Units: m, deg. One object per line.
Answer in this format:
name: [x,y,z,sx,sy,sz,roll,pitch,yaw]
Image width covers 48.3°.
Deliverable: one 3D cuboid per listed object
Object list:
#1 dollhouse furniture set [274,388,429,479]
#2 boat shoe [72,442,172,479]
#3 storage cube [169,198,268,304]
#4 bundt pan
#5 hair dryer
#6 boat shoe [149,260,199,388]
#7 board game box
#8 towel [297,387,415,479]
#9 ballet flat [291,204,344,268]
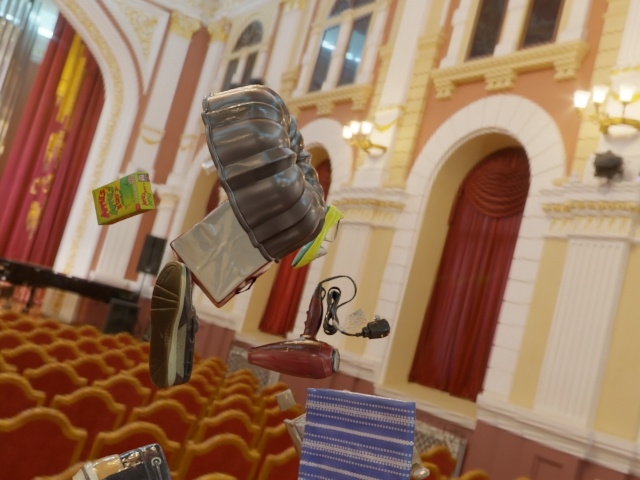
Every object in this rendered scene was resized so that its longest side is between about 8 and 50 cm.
dollhouse furniture set: [0.095,0.516,1.905,0.303,0.355,0.174,-24,4,-19]
boat shoe: [-0.206,0.544,1.101,0.156,0.500,0.187,-26,-6,-26]
storage cube: [-0.243,0.036,1.764,0.215,0.184,0.193,51,-12,1]
bundt pan: [-0.085,-0.133,1.283,0.124,0.331,0.331,-22,-14,8]
hair dryer: [-0.016,0.202,1.512,0.293,0.080,0.223,-24,36,-16]
boat shoe: [-0.252,0.147,1.258,0.080,0.223,0.073,7,1,42]
board game box: [-0.487,-0.101,1.757,0.181,0.092,0.043,-15,-5,38]
towel: [0.048,0.441,1.267,0.243,0.336,0.040,-1,-13,40]
ballet flat: [0.000,0.000,2.175,0.077,0.231,0.077,32,-13,-11]
